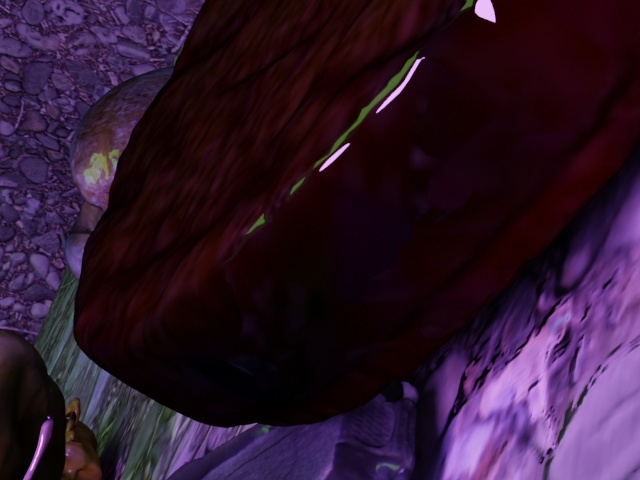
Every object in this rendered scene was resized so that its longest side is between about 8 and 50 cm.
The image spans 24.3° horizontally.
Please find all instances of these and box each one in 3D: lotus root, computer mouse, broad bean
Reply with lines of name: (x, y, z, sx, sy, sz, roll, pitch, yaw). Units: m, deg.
lotus root: (-0.092, -0.049, 1.052, 0.322, 0.140, 0.158, -80, -7, -71)
computer mouse: (-0.031, 0.132, 0.543, 0.231, 0.071, 0.126, -38, 13, 42)
broad bean: (-0.198, 0.133, 0.876, 0.207, 0.072, 0.153, 82, -151, -44)

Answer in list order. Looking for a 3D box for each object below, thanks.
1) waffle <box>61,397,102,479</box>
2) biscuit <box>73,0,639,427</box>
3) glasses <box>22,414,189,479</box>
waffle: (-0.250, 0.276, 1.246, 0.329, 0.062, 0.329, -156, 90, -80)
biscuit: (0.049, -0.108, 0.559, 0.407, 0.091, 0.407, -50, 17, 21)
glasses: (-0.148, 0.211, 0.845, 0.162, 0.095, 0.255, -84, 19, -57)
